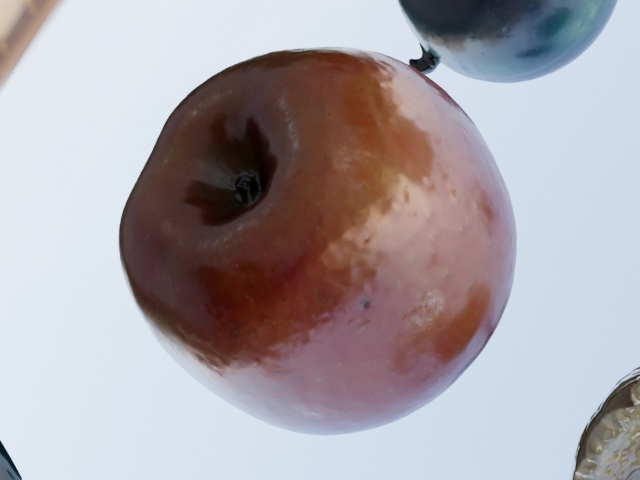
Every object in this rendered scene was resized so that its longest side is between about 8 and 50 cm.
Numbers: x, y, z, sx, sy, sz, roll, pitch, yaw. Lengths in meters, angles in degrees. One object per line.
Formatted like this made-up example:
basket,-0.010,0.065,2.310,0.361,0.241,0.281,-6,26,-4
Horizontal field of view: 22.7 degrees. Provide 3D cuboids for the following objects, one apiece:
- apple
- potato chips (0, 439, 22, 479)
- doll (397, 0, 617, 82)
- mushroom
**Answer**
apple,0.000,0.000,0.900,0.218,0.201,0.218,-20,-126,31
potato chips,-0.247,0.157,0.637,0.358,0.429,0.070,-31,180,29
doll,0.186,-0.269,1.387,0.198,0.186,0.322,41,-78,21
mushroom,0.363,0.194,1.395,0.301,0.233,0.208,-15,-92,57
